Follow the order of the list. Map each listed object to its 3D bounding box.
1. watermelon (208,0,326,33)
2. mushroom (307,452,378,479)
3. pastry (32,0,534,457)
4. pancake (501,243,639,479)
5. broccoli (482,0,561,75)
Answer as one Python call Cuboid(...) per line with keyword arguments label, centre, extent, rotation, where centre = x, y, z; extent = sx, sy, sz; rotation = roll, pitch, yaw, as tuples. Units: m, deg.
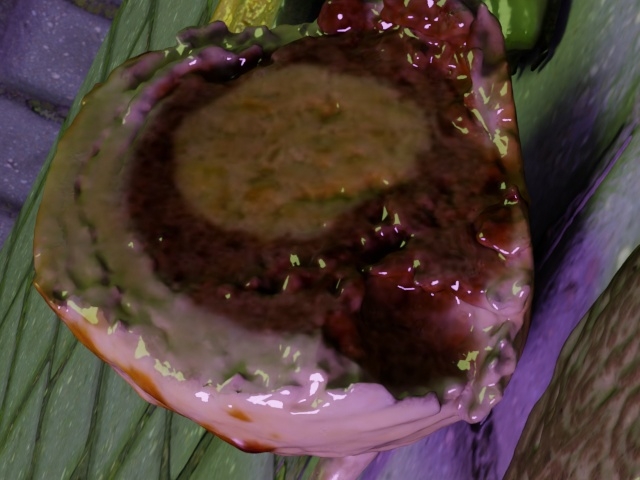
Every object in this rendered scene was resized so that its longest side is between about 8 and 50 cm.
Cuboid(label="watermelon", centre=(-0.033, -0.108, 1.314), extent=(0.232, 0.127, 0.204), rotation=(-66, 15, -3))
Cuboid(label="mushroom", centre=(0.000, 0.132, 0.992), extent=(0.187, 0.061, 0.060), rotation=(-58, 11, 17))
Cuboid(label="pastry", centre=(-0.006, 0.007, 0.912), extent=(0.170, 0.236, 0.256), rotation=(65, -161, -52))
Cuboid(label="pancake", centre=(0.126, 0.069, 0.683), extent=(0.235, 0.029, 0.212), rotation=(-29, 40, 67))
Cuboid(label="broccoli", centre=(0.067, -0.239, 1.053), extent=(0.242, 0.180, 0.273), rotation=(-40, 31, 58))
